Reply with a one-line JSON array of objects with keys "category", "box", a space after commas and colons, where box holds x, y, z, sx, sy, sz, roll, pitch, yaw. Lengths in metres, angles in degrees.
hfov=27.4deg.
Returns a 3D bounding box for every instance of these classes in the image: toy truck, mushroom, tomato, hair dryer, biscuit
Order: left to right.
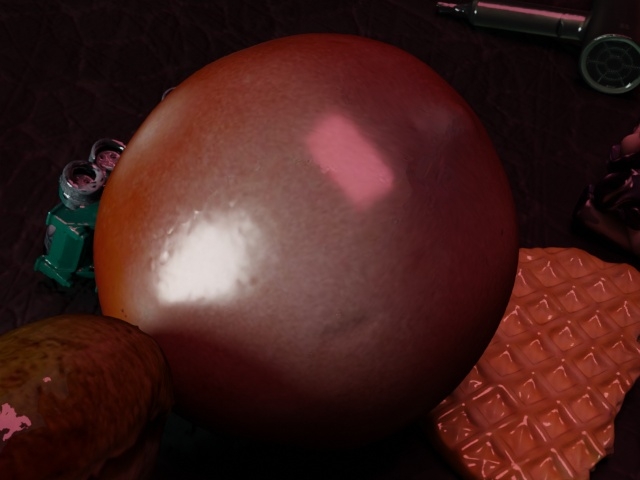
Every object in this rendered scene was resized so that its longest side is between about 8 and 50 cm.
[{"category": "mushroom", "box": [-0.195, 0.168, 0.841, 0.254, 0.267, 0.267, 25, 45, 24]}, {"category": "toy truck", "box": [-0.149, -0.034, 1.168, 0.116, 0.110, 0.216, 37, 48, 8]}, {"category": "tomato", "box": [0.000, 0.000, 0.994, 0.321, 0.321, 0.321, 5, 44, -5]}, {"category": "biscuit", "box": [0.179, 0.095, 1.140, 0.204, 0.040, 0.309, 25, 46, 14]}, {"category": "hair dryer", "box": [0.261, -0.269, 1.513, 0.248, 0.078, 0.195, 12, 42, 9]}]

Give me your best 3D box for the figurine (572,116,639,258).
[{"category": "figurine", "box": [0.363, -0.071, 1.290, 0.145, 0.145, 0.222, 31, 57, 20]}]
